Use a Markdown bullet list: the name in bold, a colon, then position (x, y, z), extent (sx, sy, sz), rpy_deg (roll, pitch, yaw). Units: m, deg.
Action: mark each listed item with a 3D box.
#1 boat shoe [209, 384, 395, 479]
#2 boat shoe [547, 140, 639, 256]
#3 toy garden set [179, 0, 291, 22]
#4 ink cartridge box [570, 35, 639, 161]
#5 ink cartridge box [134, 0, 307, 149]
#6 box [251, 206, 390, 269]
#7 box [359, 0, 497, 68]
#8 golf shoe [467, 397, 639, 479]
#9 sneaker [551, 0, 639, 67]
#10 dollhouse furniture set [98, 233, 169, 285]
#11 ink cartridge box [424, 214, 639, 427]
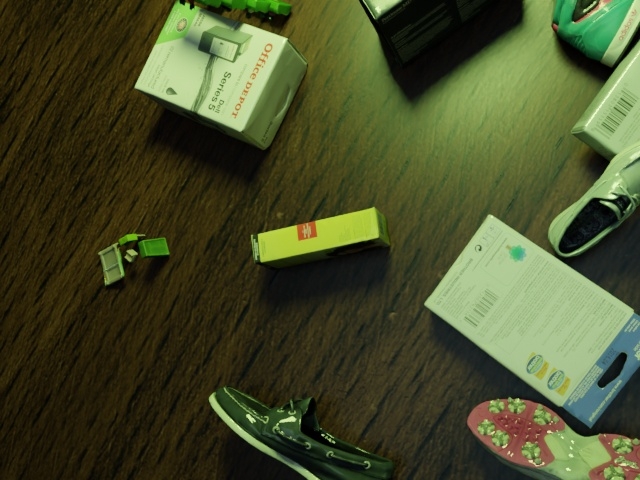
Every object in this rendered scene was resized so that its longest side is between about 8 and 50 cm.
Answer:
- **boat shoe**: position (-0.027, 0.320, 1.104), extent (0.340, 0.127, 0.113), rpy_deg (31, 90, 21)
- **boat shoe**: position (0.440, -0.056, 0.996), extent (0.079, 0.081, 0.227), rpy_deg (39, 116, -5)
- **toy garden set**: position (-0.210, -0.469, 1.278), extent (0.204, 0.244, 0.049), rpy_deg (30, 118, 27)
- **ink cartridge box**: position (0.572, -0.212, 1.028), extent (0.239, 0.060, 0.275), rpy_deg (35, 93, -2)
- **ink cartridge box**: position (-0.193, -0.323, 1.294), extent (0.273, 0.115, 0.198), rpy_deg (25, 89, 22)
- **box**: position (0.000, 0.000, 1.178), extent (0.232, 0.087, 0.058), rpy_deg (-12, 76, 19)
- **box**: position (0.203, -0.445, 1.137), extent (0.261, 0.184, 0.103), rpy_deg (-34, 71, 10)
- **golf shoe**: position (0.356, 0.333, 0.969), extent (0.306, 0.140, 0.115), rpy_deg (15, 45, 43)
- **sneaker**: position (0.465, -0.448, 1.082), extent (0.178, 0.124, 0.295), rpy_deg (27, 91, 13)
- **dollhouse furniture set**: position (-0.380, 0.033, 1.344), extent (0.151, 0.058, 0.076), rpy_deg (-24, 79, 34)
- **ink cartridge box**: position (0.342, 0.122, 1.042), extent (0.311, 0.065, 0.186), rpy_deg (38, 94, 24)
